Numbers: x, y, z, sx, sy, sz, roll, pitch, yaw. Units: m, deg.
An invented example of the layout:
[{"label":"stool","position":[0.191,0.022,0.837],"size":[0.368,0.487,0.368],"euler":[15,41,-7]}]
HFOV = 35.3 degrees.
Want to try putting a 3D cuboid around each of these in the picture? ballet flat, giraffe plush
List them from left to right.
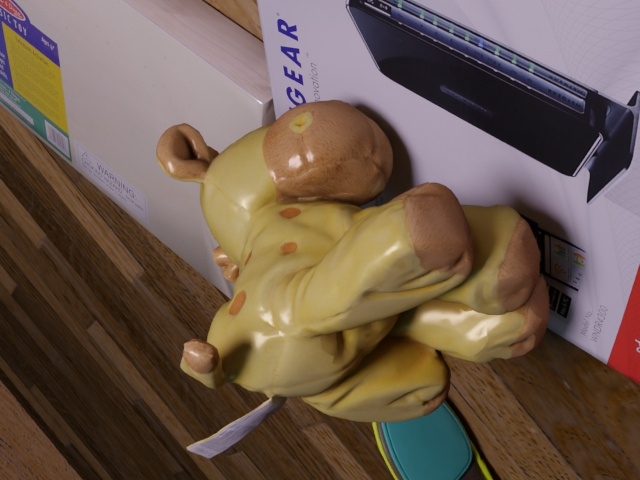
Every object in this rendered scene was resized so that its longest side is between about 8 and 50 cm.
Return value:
[{"label":"giraffe plush","position":[0.000,0.000,0.559],"size":[0.181,0.210,0.171],"euler":[56,-168,-55]},{"label":"ballet flat","position":[0.112,0.213,0.885],"size":[0.231,0.077,0.077],"euler":[52,166,-6]}]

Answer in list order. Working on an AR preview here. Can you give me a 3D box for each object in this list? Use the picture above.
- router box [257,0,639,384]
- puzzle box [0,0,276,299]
[{"label":"router box","position":[0.099,-0.103,0.507],"size":[0.301,0.082,0.335],"euler":[33,153,26]},{"label":"puzzle box","position":[-0.188,-0.146,0.898],"size":[0.409,0.052,0.272],"euler":[38,148,19]}]
